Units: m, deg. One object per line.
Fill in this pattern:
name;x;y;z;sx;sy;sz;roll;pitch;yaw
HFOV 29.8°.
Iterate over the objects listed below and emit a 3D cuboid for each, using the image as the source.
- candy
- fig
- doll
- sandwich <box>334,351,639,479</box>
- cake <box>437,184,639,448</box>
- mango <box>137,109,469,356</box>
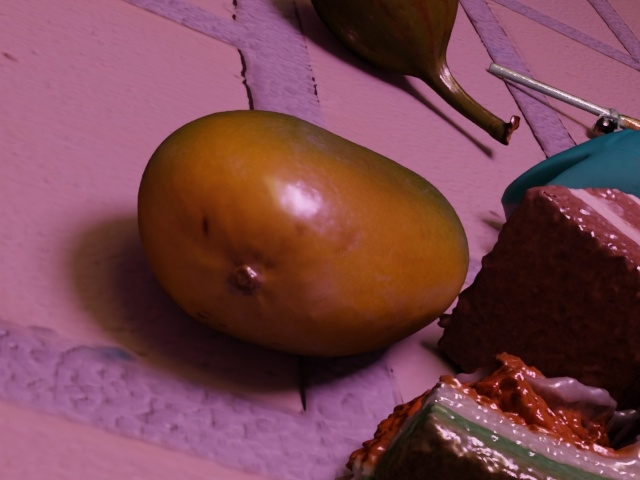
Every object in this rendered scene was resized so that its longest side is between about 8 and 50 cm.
candy;0.317;-0.136;1.300;0.287;0.084;0.078;24;31;-1
fig;0.096;-0.198;1.124;0.259;0.151;0.151;56;27;-5
doll;0.273;-0.012;0.921;0.258;0.153;0.195;-2;29;34
sandwich;0.095;0.108;0.607;0.184;0.109;0.160;22;31;-19
cake;0.178;0.046;0.766;0.134;0.135;0.147;42;29;24
mango;0.000;0.000;0.695;0.156;0.114;0.251;38;13;34
